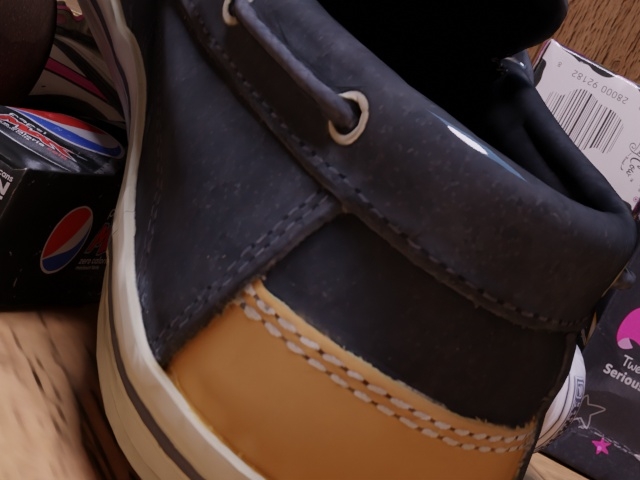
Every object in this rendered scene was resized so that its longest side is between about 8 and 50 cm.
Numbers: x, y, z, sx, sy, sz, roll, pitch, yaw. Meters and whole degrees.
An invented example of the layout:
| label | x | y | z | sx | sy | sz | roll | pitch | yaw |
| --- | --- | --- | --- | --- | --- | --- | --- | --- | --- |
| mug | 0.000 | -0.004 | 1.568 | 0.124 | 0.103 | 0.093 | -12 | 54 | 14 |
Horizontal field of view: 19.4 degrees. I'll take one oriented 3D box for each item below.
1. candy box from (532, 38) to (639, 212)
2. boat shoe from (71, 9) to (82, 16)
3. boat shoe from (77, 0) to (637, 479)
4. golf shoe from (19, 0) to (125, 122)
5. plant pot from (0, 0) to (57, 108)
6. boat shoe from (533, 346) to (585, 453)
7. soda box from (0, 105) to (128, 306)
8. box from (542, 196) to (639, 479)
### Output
| label | x | y | z | sx | sy | sz | roll | pitch | yaw |
| --- | --- | --- | --- | --- | --- | --- | --- | --- | --- |
| candy box | 0.226 | -0.031 | 1.100 | 0.233 | 0.071 | 0.159 | 29 | 8 | 10 |
| boat shoe | -0.163 | -0.122 | 1.174 | 0.135 | 0.050 | 0.045 | 18 | 12 | 7 |
| boat shoe | 0.006 | -0.089 | 0.697 | 0.187 | 0.156 | 0.500 | 27 | 27 | -22 |
| golf shoe | -0.166 | -0.074 | 0.826 | 0.186 | 0.067 | 0.086 | 10 | 44 | -11 |
| plant pot | -0.187 | -0.115 | 0.664 | 0.215 | 0.215 | 0.230 | 31 | -5 | 22 |
| boat shoe | 0.000 | 0.000 | 0.810 | 0.258 | 0.095 | 0.084 | 31 | 6 | 30 |
| soda box | -0.100 | -0.013 | 0.702 | 0.053 | 0.060 | 0.169 | 32 | 11 | 18 |
| box | 0.245 | 0.081 | 0.914 | 0.247 | 0.142 | 0.163 | 28 | 10 | 3 |
